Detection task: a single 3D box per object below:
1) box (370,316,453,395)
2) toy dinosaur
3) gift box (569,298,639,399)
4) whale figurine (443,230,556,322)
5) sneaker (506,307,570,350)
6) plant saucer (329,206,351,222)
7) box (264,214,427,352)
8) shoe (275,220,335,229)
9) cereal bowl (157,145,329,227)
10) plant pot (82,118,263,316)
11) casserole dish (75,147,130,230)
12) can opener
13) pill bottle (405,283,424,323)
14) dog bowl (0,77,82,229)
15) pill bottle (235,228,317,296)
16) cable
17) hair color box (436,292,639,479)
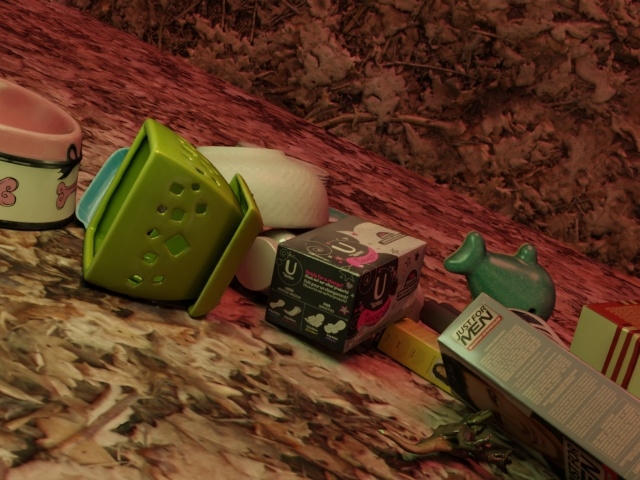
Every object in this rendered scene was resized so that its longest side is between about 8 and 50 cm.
[{"bbox_3d":[0.206,0.208,1.727,0.232,0.058,0.087,29,14,22],"label":"box"},{"bbox_3d":[0.197,0.283,1.415,0.118,0.064,0.268,13,4,35],"label":"toy dinosaur"},{"bbox_3d":[0.578,0.265,1.714,0.276,0.258,0.255,2,22,-31],"label":"gift box"},{"bbox_3d":[0.386,0.098,2.135,0.272,0.216,0.141,40,6,-28],"label":"whale figurine"},{"bbox_3d":[0.398,0.211,1.966,0.153,0.099,0.282,15,19,-42],"label":"sneaker"},{"bbox_3d":[0.040,-0.015,2.331,0.318,0.043,0.317,24,13,-6],"label":"plant saucer"},{"bbox_3d":[0.048,0.064,1.680,0.163,0.142,0.247,20,23,27],"label":"box"},{"bbox_3d":[0.000,0.000,2.127,0.219,0.058,0.076,12,41,-27],"label":"shoe"},{"bbox_3d":[-0.147,-0.097,1.846,0.339,0.141,0.339,3,3,0],"label":"cereal bowl"},{"bbox_3d":[-0.222,-0.028,1.554,0.207,0.228,0.227,26,12,-19],"label":"plant pot"},{"bbox_3d":[-0.333,-0.077,1.715,0.114,0.188,0.037,20,-29,14],"label":"casserole dish"},{"bbox_3d":[0.297,0.159,1.738,0.076,0.095,0.283,11,15,-46],"label":"can opener"},{"bbox_3d":[0.138,0.101,1.908,0.108,0.108,0.180,22,14,-12],"label":"pill bottle"},{"bbox_3d":[-0.572,-0.173,1.642,0.408,0.150,0.408,23,13,-6],"label":"dog bowl"},{"bbox_3d":[-0.057,0.038,1.783,0.121,0.121,0.216,31,14,25],"label":"pill bottle"},{"bbox_3d":[-0.104,-0.171,2.517,0.257,0.089,0.257,23,6,11],"label":"cable"},{"bbox_3d":[0.354,0.254,1.486,0.374,0.113,0.185,37,-19,33],"label":"hair color box"}]
